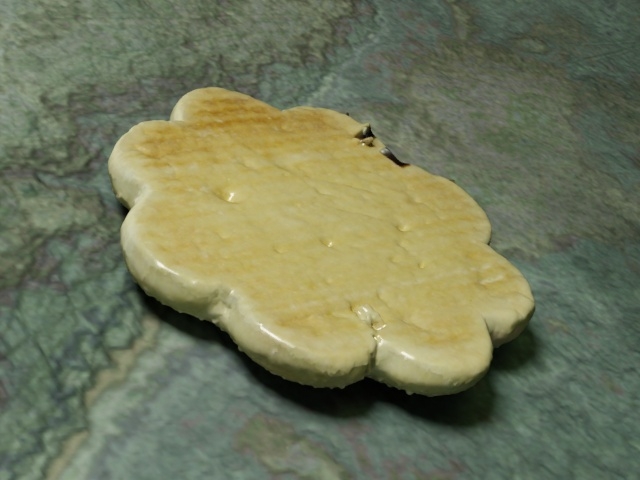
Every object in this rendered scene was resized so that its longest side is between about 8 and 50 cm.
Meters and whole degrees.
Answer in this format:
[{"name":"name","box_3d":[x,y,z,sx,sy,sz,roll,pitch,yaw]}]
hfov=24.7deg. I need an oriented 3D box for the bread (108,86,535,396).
[{"name":"bread","box_3d":[0.000,0.000,0.992,0.316,0.054,0.316,18,33,-12]}]
